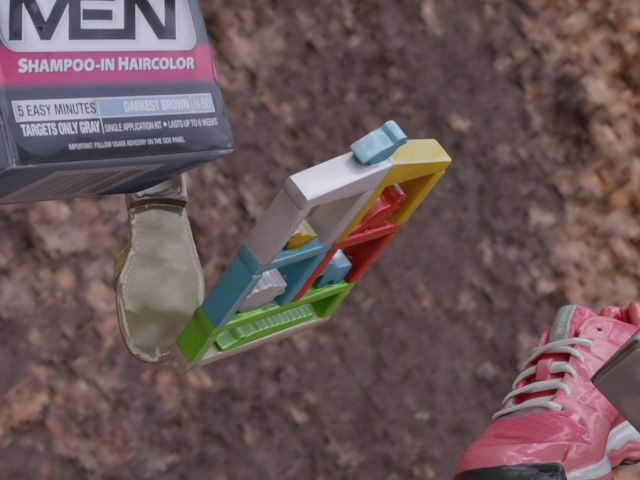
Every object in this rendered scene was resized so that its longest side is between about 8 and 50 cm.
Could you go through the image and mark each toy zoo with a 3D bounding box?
[{"bbox_3d":[0.000,0.000,1.545,0.192,0.293,0.030,-16,62,-45],"label":"toy zoo"}]

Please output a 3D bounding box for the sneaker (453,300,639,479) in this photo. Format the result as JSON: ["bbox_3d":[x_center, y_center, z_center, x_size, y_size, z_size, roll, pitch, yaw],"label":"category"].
[{"bbox_3d":[0.188,0.124,1.366,0.314,0.116,0.136,-14,91,-55],"label":"sneaker"}]

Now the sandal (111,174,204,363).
[{"bbox_3d":[-0.168,0.028,1.733,0.088,0.079,0.240,3,62,-15],"label":"sandal"}]

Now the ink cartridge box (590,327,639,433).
[{"bbox_3d":[0.316,0.075,1.189,0.154,0.093,0.212,46,62,8],"label":"ink cartridge box"}]

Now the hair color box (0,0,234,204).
[{"bbox_3d":[-0.197,-0.216,1.106,0.185,0.114,0.374,-8,81,-48],"label":"hair color box"}]
